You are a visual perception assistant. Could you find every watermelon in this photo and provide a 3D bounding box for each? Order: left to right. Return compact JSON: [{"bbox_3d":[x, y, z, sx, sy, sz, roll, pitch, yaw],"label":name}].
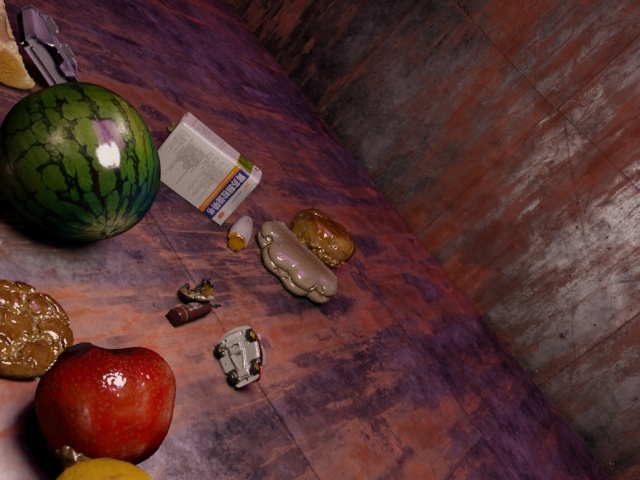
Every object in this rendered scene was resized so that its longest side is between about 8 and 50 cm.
[{"bbox_3d":[-0.528,-0.167,1.335,0.363,0.363,0.363,38,23,-19],"label":"watermelon"}]

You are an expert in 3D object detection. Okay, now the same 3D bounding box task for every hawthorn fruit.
[{"bbox_3d":[-0.351,0.301,1.015,0.230,0.210,0.266,27,40,-58],"label":"hawthorn fruit"}]

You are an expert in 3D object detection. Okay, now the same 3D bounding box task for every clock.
[{"bbox_3d":[-0.760,-0.522,1.727,0.253,0.083,0.186,73,-7,-53],"label":"clock"}]

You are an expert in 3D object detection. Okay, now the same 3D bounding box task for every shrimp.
[{"bbox_3d":[-0.315,0.121,1.564,0.091,0.034,0.161,12,10,-11],"label":"shrimp"}]

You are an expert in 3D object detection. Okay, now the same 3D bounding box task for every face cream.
[{"bbox_3d":[-0.254,-0.025,1.944,0.072,0.051,0.182,41,21,-14],"label":"face cream"}]

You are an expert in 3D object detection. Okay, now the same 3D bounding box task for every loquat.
[{"bbox_3d":[-0.319,0.405,0.865,0.213,0.213,0.246,2,53,-60],"label":"loquat"}]

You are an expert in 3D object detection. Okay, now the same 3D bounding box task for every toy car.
[{"bbox_3d":[-0.179,0.290,1.484,0.112,0.112,0.139,39,27,-61],"label":"toy car"}]

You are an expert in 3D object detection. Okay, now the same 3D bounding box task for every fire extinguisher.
[{"bbox_3d":[-0.315,0.174,1.504,0.064,0.043,0.158,8,9,23],"label":"fire extinguisher"}]

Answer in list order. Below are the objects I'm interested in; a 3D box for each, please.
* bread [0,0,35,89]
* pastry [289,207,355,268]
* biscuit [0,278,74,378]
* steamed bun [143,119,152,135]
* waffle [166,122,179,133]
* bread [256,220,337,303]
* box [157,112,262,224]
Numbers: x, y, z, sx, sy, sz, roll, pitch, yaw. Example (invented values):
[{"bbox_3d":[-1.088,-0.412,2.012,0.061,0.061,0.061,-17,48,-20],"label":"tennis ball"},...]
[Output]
[{"bbox_3d":[-0.897,-0.495,1.584,0.211,0.224,0.184,-22,71,-22],"label":"bread"},{"bbox_3d":[0.000,0.000,2.206,0.255,0.162,0.311,33,13,-4],"label":"pastry"},{"bbox_3d":[-0.555,0.157,1.109,0.226,0.042,0.226,38,22,-19],"label":"biscuit"},{"bbox_3d":[-0.583,-0.342,1.834,0.145,0.106,0.175,21,30,-45],"label":"steamed bun"},{"bbox_3d":[-0.430,-0.351,2.190,0.223,0.054,0.204,49,22,10],"label":"waffle"},{"bbox_3d":[-0.089,0.078,1.992,0.337,0.102,0.183,45,22,2],"label":"bread"},{"bbox_3d":[-0.361,-0.221,1.892,0.299,0.200,0.106,38,22,-18],"label":"box"}]
